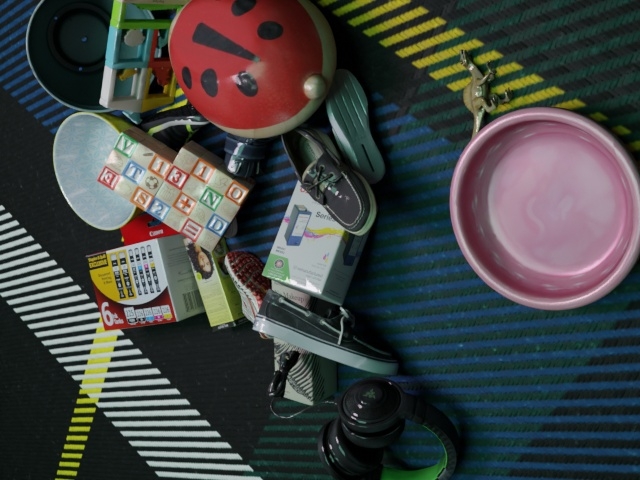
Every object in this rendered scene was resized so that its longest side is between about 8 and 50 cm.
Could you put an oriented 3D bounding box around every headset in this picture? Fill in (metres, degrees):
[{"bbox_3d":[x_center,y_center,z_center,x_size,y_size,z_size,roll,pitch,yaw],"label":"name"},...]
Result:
[{"bbox_3d":[0.083,0.352,1.594,0.394,0.185,0.243,23,129,-1],"label":"headset"}]

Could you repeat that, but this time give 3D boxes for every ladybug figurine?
[{"bbox_3d":[-0.152,-0.364,1.565,0.449,0.162,0.305,28,97,42],"label":"ladybug figurine"}]

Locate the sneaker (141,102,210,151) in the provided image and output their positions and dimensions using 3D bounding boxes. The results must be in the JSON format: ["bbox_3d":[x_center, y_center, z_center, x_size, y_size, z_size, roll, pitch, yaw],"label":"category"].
[{"bbox_3d":[-0.314,-0.256,1.862,0.235,0.084,0.097,-2,124,41],"label":"sneaker"}]

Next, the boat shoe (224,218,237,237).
[{"bbox_3d":[-0.256,-0.085,1.849,0.066,0.063,0.184,-32,80,40],"label":"boat shoe"}]

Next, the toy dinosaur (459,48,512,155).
[{"bbox_3d":[0.278,-0.239,1.381,0.093,0.053,0.183,0,94,56],"label":"toy dinosaur"}]

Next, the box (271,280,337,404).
[{"bbox_3d":[-0.033,0.201,1.718,0.113,0.094,0.274,8,107,37],"label":"box"}]

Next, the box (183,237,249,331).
[{"bbox_3d":[-0.243,0.092,1.891,0.087,0.058,0.232,-20,89,41],"label":"box"}]

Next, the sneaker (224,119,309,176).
[{"bbox_3d":[-0.117,-0.203,1.677,0.226,0.086,0.163,22,105,45],"label":"sneaker"}]

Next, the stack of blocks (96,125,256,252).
[{"bbox_3d":[-0.312,-0.130,1.759,0.297,0.087,0.171,32,108,-3],"label":"stack of blocks"}]

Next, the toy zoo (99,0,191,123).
[{"bbox_3d":[-0.392,-0.400,1.795,0.030,0.192,0.293,33,121,30],"label":"toy zoo"}]

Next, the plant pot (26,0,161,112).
[{"bbox_3d":[-0.537,-0.461,1.870,0.196,0.293,0.292,-140,51,-58],"label":"plant pot"}]

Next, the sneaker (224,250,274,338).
[{"bbox_3d":[-0.155,0.124,1.806,0.093,0.088,0.225,-43,71,43],"label":"sneaker"}]

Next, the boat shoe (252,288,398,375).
[{"bbox_3d":[0.023,0.180,1.600,0.307,0.113,0.104,21,84,-4],"label":"boat shoe"}]

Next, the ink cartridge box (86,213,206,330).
[{"bbox_3d":[-0.433,0.069,1.997,0.310,0.130,0.271,-12,92,42],"label":"ink cartridge box"}]

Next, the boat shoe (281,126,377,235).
[{"bbox_3d":[0.006,-0.117,1.496,0.102,0.092,0.285,-53,46,27],"label":"boat shoe"}]

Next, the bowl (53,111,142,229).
[{"bbox_3d":[-0.491,-0.183,1.951,0.290,0.156,0.289,13,115,30],"label":"bowl"}]

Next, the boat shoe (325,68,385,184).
[{"bbox_3d":[0.053,-0.211,1.543,0.076,0.083,0.226,166,88,-70],"label":"boat shoe"}]

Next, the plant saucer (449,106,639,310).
[{"bbox_3d":[0.374,-0.054,1.316,0.332,0.084,0.331,12,110,37],"label":"plant saucer"}]

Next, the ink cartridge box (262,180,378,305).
[{"bbox_3d":[0.000,0.000,1.582,0.154,0.093,0.212,17,81,35],"label":"ink cartridge box"}]
